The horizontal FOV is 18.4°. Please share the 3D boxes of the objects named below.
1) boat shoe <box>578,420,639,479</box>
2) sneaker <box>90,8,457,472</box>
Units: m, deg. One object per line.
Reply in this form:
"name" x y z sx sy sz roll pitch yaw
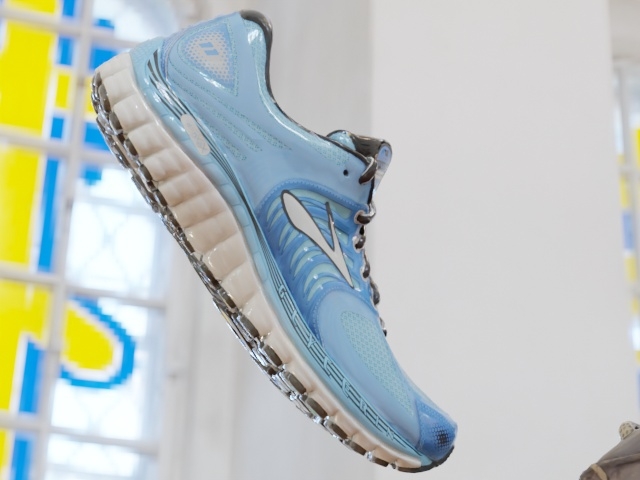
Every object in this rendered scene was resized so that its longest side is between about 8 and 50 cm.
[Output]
"boat shoe" 0.159 0.110 0.680 0.355 0.130 0.132 -1 -27 18
"sneaker" 0.000 0.000 0.604 0.073 0.063 0.162 -35 -79 -8
